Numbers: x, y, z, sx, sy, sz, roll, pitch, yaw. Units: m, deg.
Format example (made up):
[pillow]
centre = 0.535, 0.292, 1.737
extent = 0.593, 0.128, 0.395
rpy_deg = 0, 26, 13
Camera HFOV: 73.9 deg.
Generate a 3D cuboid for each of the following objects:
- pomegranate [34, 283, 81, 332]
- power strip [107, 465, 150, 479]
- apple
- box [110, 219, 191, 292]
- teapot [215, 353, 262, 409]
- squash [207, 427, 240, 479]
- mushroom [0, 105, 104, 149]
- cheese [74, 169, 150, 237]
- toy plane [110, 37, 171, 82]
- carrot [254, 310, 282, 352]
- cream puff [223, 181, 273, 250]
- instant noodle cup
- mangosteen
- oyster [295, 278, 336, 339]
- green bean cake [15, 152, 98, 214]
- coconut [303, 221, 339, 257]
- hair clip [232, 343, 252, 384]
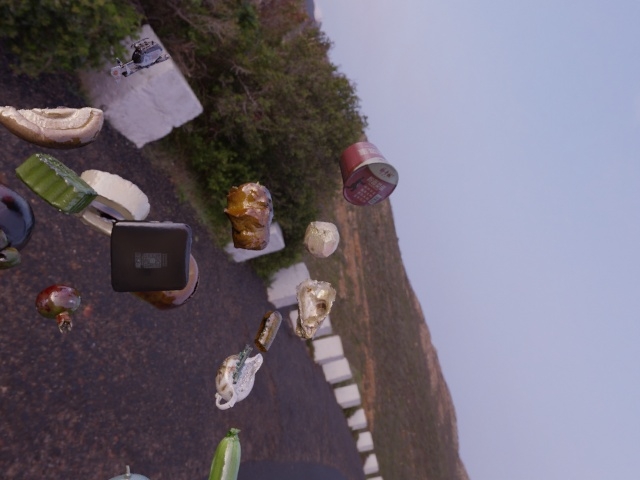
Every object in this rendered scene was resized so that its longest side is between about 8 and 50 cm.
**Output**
[pomegranate]
centre = -0.851, 0.214, 1.374
extent = 0.159, 0.130, 0.129
rpy_deg = -105, -179, -45
[power strip]
centre = -0.524, 0.710, 1.168
extent = 0.044, 0.137, 0.215
rpy_deg = 29, -50, 58
[apple]
centre = -0.798, 0.160, 2.086
extent = 0.374, 0.375, 0.383
rpy_deg = -97, 172, -71
[box]
centre = -0.646, 0.061, 1.628
extent = 0.073, 0.289, 0.289
rpy_deg = -130, -135, -59
[teapot]
centre = -0.377, 0.626, 1.905
extent = 0.204, 0.140, 0.298
rpy_deg = 63, 37, -30
[squash]
centre = -0.361, 0.890, 1.537
extent = 0.107, 0.107, 0.394
rpy_deg = 74, 28, -72
[mushroom]
centre = -0.583, -0.246, 0.933
extent = 0.072, 0.210, 0.094
rpy_deg = -48, -115, 47
[cheese]
centre = -0.986, -0.161, 1.978
extent = 0.332, 0.292, 0.153
rpy_deg = 34, 44, -20
[toy plane]
centre = -0.547, -0.549, 1.289
extent = 0.053, 0.197, 0.078
rpy_deg = 39, -26, 18
[carrot]
centre = -0.218, 0.371, 1.759
extent = 0.082, 0.082, 0.173
rpy_deg = 77, 29, -43
[cream puff]
centre = -0.234, -0.088, 1.439
extent = 0.268, 0.155, 0.240
rpy_deg = 84, -4, -48
[instant noodle cup]
centre = 0.183, -0.283, 1.756
extent = 0.234, 0.235, 0.178
rpy_deg = 77, -3, -51
[mangosteen]
centre = -1.101, -0.053, 1.380
extent = 0.311, 0.312, 0.310
rpy_deg = -11, 90, -88
[oyster]
centre = -0.035, 0.263, 1.607
extent = 0.107, 0.162, 0.232
rpy_deg = 117, -17, -65
[green bean cake]
centre = -0.842, -0.182, 1.369
extent = 0.200, 0.113, 0.214
rpy_deg = 43, -6, -13
[coconut]
centre = 0.003, 0.000, 2.181
extent = 0.194, 0.195, 0.194
rpy_deg = -11, 90, -88
[hair clip]
centre = -0.329, 0.516, 1.782
extent = 0.049, 0.049, 0.172
rpy_deg = 55, 58, -86
